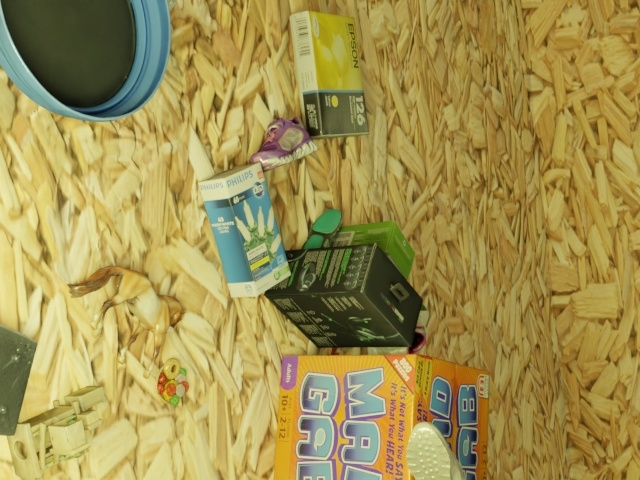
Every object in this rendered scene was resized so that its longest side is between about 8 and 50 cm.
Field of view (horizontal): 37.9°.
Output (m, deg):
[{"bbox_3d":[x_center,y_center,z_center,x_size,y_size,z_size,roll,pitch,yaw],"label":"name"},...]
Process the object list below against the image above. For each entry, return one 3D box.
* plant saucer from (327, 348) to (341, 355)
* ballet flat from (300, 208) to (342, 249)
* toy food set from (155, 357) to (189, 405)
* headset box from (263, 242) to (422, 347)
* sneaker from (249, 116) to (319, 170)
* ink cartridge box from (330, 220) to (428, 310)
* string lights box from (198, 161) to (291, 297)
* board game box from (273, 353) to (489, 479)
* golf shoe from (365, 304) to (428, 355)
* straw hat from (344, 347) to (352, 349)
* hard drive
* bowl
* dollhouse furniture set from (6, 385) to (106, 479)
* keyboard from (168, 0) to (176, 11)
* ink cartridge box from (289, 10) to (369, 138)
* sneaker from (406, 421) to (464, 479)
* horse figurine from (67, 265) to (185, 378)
[{"bbox_3d":[0.037,0.256,2.270,0.083,0.013,0.083,17,90,-71],"label":"plant saucer"},{"bbox_3d":[0.000,0.000,2.243,0.188,0.070,0.070,-54,129,-41],"label":"ballet flat"},{"bbox_3d":[-0.288,0.277,1.811,0.082,0.020,0.083,58,42,-33],"label":"toy food set"},{"bbox_3d":[0.063,0.130,2.111,0.246,0.283,0.131,47,49,-41],"label":"headset box"},{"bbox_3d":[-0.095,-0.221,2.104,0.236,0.095,0.104,-34,107,-57],"label":"sneaker"},{"bbox_3d":[0.146,0.073,2.324,0.255,0.189,0.097,52,45,-41],"label":"ink cartridge box"},{"bbox_3d":[-0.160,-0.023,1.986,0.133,0.077,0.259,-32,112,-51],"label":"string lights box"},{"bbox_3d":[0.144,0.455,2.119,0.356,0.356,0.356,20,69,-51],"label":"board game box"},{"bbox_3d":[0.239,0.251,2.479,0.306,0.140,0.115,-37,114,-53],"label":"golf shoe"},{"bbox_3d":[0.090,0.203,2.335,0.144,0.061,0.144,12,75,-55],"label":"straw hat"},{"bbox_3d":[-0.556,0.194,1.403,0.255,0.054,0.172,32,61,-49],"label":"hard drive"},{"bbox_3d":[-0.426,-0.401,1.644,0.391,0.077,0.391,9,79,-54],"label":"bowl"},{"bbox_3d":[-0.389,0.319,1.536,0.182,0.161,0.101,-21,103,-54],"label":"dollhouse furniture set"},{"bbox_3d":[-0.370,-0.534,1.803,0.256,0.014,0.072,49,48,-40],"label":"keyboard"},{"bbox_3d":[0.048,-0.413,2.351,0.307,0.072,0.303,-14,97,-53],"label":"ink cartridge box"},{"bbox_3d":[0.238,0.450,1.887,0.095,0.090,0.235,-62,137,-54],"label":"sneaker"},{"bbox_3d":[-0.344,0.128,1.712,0.263,0.066,0.174,54,51,-40],"label":"horse figurine"}]
